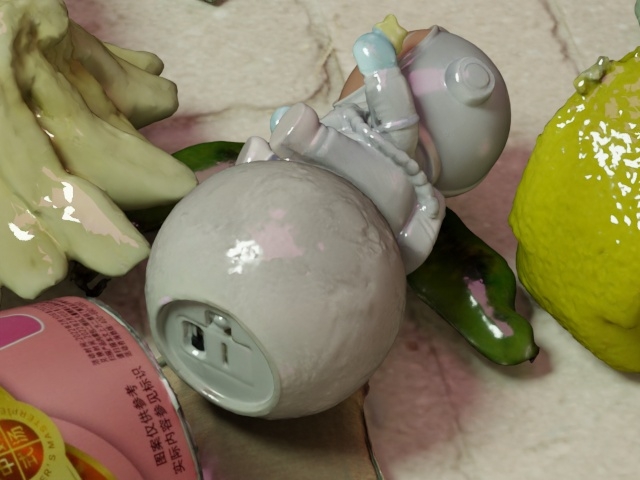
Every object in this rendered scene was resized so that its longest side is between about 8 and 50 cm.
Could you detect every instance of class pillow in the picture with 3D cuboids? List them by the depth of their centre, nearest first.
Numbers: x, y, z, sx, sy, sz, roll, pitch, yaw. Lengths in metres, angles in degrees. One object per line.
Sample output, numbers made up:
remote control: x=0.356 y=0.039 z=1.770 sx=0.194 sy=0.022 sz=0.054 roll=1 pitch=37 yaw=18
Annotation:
pillow: x=-0.022 y=0.138 z=1.088 sx=0.135 sy=0.034 sz=0.211 roll=-3 pitch=48 yaw=-13

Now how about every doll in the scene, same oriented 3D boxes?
doll: x=0.020 y=-0.024 z=1.122 sx=0.151 sy=0.151 sz=0.287 roll=25 pitch=50 yaw=19

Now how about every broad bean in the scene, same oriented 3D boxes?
broad bean: x=0.000 y=0.000 z=1.214 sx=0.292 sy=0.049 sz=0.144 roll=11 pitch=53 yaw=9

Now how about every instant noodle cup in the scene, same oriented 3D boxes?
instant noodle cup: x=-0.202 y=0.138 z=0.961 sx=0.255 sy=0.244 sz=0.244 roll=-20 pitch=51 yaw=-31

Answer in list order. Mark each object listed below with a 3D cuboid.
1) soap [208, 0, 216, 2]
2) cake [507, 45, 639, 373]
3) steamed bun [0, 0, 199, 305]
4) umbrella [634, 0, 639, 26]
soap: x=-0.112 y=-0.297 z=1.421 sx=0.182 sy=0.138 sz=0.199 roll=21 pitch=48 yaw=13
cake: x=0.237 y=-0.045 z=1.178 sx=0.260 sy=0.179 sz=0.156 roll=-29 pitch=54 yaw=-29
steamed bun: x=-0.211 y=-0.070 z=1.166 sx=0.247 sy=0.189 sz=0.428 roll=-20 pitch=28 yaw=18
umbrella: x=0.277 y=-0.135 z=1.350 sx=0.067 sy=0.062 sz=0.143 roll=-51 pitch=50 yaw=0
